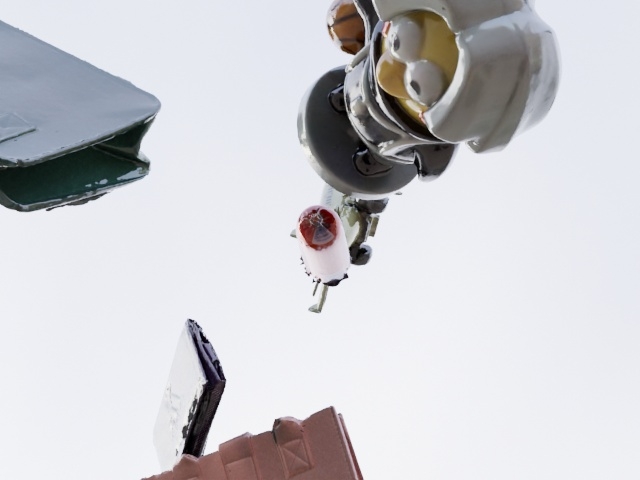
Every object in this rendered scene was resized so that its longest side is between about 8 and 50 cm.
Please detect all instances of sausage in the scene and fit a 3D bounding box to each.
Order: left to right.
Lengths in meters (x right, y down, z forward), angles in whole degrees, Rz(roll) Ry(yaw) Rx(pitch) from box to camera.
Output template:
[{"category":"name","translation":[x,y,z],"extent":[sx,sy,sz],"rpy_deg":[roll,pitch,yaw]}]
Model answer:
[{"category":"sausage","translation":[0.000,0.000,1.128],"extent":[0.048,0.145,0.050],"rpy_deg":[-39,-106,-6]}]

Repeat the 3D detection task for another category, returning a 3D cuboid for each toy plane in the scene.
[{"category":"toy plane","translation":[0.033,-0.035,1.479],"extent":[0.092,0.244,0.229],"rpy_deg":[19,-62,10]}]

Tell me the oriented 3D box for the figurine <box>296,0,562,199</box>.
[{"category":"figurine","translation":[0.078,-0.134,0.992],"extent":[0.133,0.236,0.176],"rpy_deg":[-22,-94,-29]}]

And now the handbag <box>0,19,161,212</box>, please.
[{"category":"handbag","translation":[-0.353,-0.141,1.385],"extent":[0.326,0.238,0.089],"rpy_deg":[29,-57,26]}]

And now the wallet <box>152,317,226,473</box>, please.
[{"category":"wallet","translation":[-0.137,0.175,1.327],"extent":[0.030,0.111,0.166],"rpy_deg":[7,-60,-22]}]

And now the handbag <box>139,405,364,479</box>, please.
[{"category":"handbag","translation":[-0.059,0.260,1.240],"extent":[0.212,0.157,0.059],"rpy_deg":[-22,-24,8]}]
